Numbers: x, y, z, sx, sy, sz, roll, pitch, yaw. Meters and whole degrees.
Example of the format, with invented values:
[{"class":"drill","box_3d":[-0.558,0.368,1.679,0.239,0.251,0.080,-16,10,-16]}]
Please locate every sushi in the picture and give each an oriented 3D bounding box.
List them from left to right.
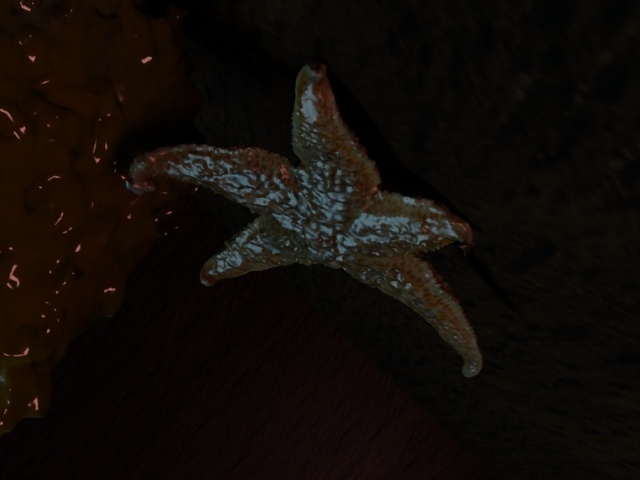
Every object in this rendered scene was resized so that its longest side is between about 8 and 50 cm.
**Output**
[{"class":"sushi","box_3d":[-0.275,-0.056,1.085,0.351,0.396,0.240,2,145,50]}]

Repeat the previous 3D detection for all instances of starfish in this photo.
[{"class":"starfish","box_3d":[0.001,-0.005,0.974,0.231,0.048,0.295,1,146,33]}]
